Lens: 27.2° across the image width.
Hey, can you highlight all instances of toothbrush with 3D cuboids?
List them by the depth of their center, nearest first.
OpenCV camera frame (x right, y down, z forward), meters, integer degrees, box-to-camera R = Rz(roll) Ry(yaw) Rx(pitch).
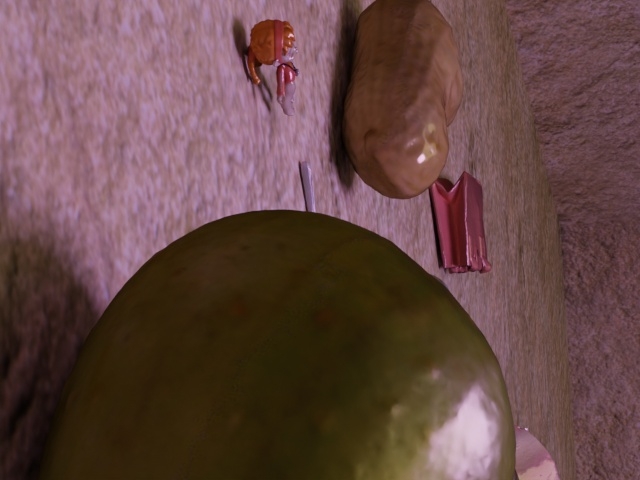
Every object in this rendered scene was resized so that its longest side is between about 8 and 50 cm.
[{"bbox_3d":[0.000,0.000,1.326,0.014,0.017,0.162,-25,107,-74],"label":"toothbrush"}]

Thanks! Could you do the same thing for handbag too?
[{"bbox_3d":[0.225,-0.024,2.082,0.212,0.059,0.157,7,76,-75],"label":"handbag"}]

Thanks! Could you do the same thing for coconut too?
[{"bbox_3d":[0.258,0.334,1.833,0.153,0.147,0.147,-24,109,-38],"label":"coconut"}]

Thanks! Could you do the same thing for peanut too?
[{"bbox_3d":[0.101,-0.169,1.550,0.318,0.148,0.147,-86,161,-46],"label":"peanut"}]

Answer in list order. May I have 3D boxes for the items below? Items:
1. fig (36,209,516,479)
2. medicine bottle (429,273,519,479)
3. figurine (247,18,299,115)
[{"bbox_3d":[-0.038,0.143,0.720,0.326,0.258,0.258,-56,139,-43],"label":"fig"},{"bbox_3d":[0.100,0.202,1.268,0.151,0.151,0.322,-70,142,-60],"label":"medicine bottle"},{"bbox_3d":[-0.040,-0.155,1.206,0.109,0.047,0.064,77,6,-54],"label":"figurine"}]
